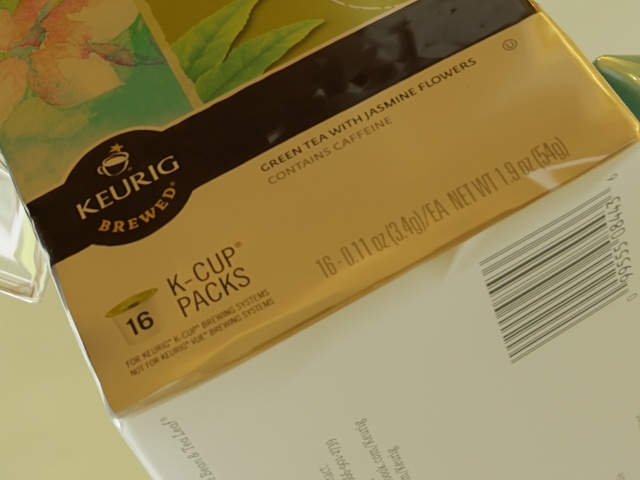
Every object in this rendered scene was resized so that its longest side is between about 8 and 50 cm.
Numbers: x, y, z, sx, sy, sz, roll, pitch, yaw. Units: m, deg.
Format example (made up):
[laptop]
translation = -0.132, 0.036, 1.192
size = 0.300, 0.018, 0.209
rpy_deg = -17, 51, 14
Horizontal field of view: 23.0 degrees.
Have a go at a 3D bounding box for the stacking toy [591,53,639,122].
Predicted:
[stacking toy]
translation = 0.189, 0.032, 1.026
size = 0.302, 0.166, 0.175
rpy_deg = -51, -127, 39

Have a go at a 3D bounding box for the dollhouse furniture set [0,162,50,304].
[dollhouse furniture set]
translation = -0.276, -0.181, 1.523
size = 0.256, 0.362, 0.394
rpy_deg = 118, -14, -44

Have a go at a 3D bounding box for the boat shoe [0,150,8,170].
[boat shoe]
translation = -0.240, -0.117, 1.189
size = 0.089, 0.285, 0.104
rpy_deg = -19, -142, 59

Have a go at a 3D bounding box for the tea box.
[tea box]
translation = 0.000, 0.000, 0.752
size = 0.220, 0.329, 0.323
rpy_deg = -29, -129, -4
